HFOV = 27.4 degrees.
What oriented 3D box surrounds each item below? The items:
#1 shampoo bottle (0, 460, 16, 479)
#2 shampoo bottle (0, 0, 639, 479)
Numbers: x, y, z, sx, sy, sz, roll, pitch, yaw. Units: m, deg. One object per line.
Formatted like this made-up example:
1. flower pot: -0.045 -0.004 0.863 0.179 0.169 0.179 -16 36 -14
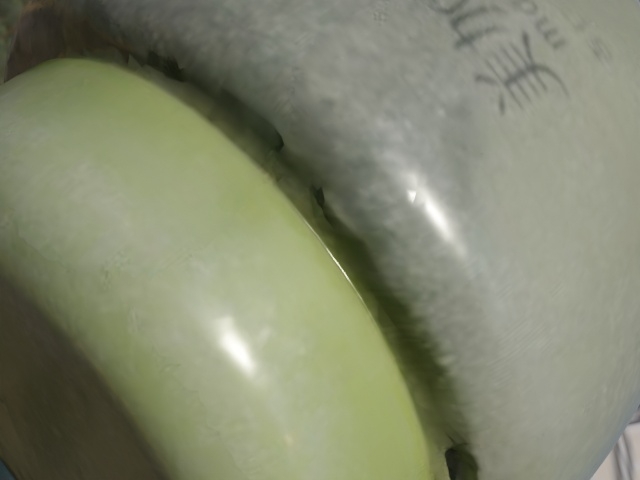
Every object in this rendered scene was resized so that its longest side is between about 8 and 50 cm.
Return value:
1. shampoo bottle: -0.261 0.152 1.100 0.331 0.343 0.331 32 46 -40
2. shampoo bottle: 0.000 0.000 0.601 0.322 0.317 0.322 34 -37 30
